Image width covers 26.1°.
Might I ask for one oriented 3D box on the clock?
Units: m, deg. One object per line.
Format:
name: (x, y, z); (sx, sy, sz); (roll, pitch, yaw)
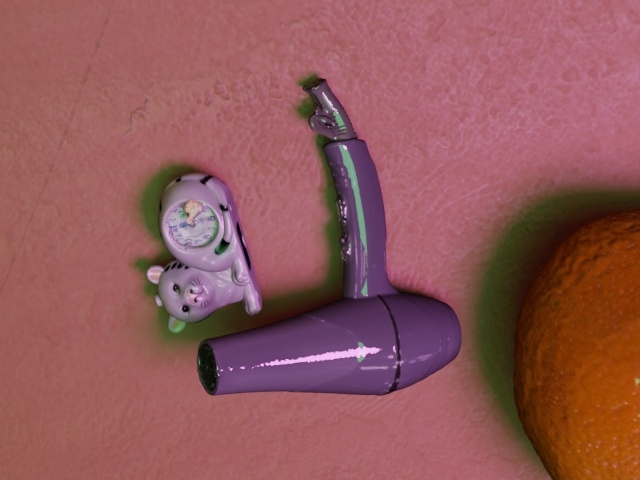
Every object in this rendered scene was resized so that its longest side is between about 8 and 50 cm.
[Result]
clock: (-0.144, 0.013, 1.556); (0.117, 0.080, 0.176); (-15, 106, 2)

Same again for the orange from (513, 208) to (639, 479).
orange: (0.367, 0.148, 1.494); (0.322, 0.322, 0.357); (0, 106, -2)

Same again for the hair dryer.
hair dryer: (0.000, 0.000, 1.537); (0.301, 0.121, 0.361); (-5, 89, -26)
